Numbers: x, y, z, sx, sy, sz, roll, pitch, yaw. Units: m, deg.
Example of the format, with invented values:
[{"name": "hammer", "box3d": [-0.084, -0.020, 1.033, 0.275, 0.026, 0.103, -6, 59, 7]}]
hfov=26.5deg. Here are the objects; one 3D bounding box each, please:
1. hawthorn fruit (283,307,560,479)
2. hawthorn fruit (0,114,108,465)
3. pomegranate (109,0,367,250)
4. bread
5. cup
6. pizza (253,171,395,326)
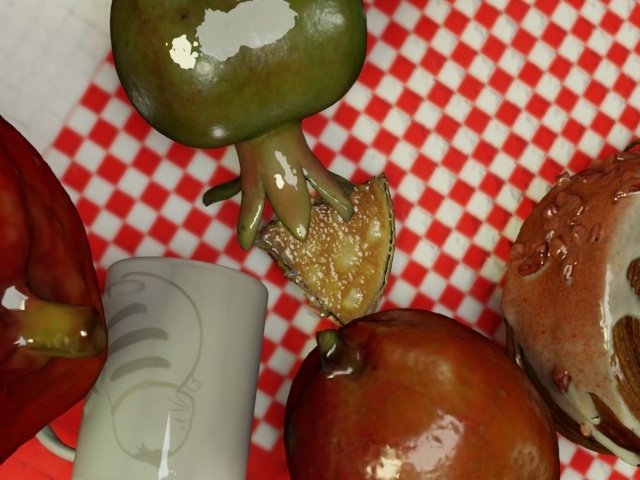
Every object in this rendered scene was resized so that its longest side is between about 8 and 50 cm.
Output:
[{"name": "hawthorn fruit", "box3d": [0.054, 0.118, 0.799, 0.169, 0.169, 0.188, -41, 132, -11]}, {"name": "hawthorn fruit", "box3d": [-0.231, 0.026, 0.662, 0.307, 0.265, 0.265, 10, 88, 21]}, {"name": "pomegranate", "box3d": [-0.037, -0.097, 0.802, 0.152, 0.131, 0.191, -24, 111, -9]}, {"name": "bread", "box3d": [0.220, 0.044, 0.874, 0.212, 0.142, 0.224, -9, 94, -30]}, {"name": "cup", "box3d": [-0.104, 0.081, 0.787, 0.136, 0.099, 0.133, 9, 76, -7]}, {"name": "pizza", "box3d": [0.014, -0.002, 0.868, 0.100, 0.029, 0.099, 43, 73, -15]}]
